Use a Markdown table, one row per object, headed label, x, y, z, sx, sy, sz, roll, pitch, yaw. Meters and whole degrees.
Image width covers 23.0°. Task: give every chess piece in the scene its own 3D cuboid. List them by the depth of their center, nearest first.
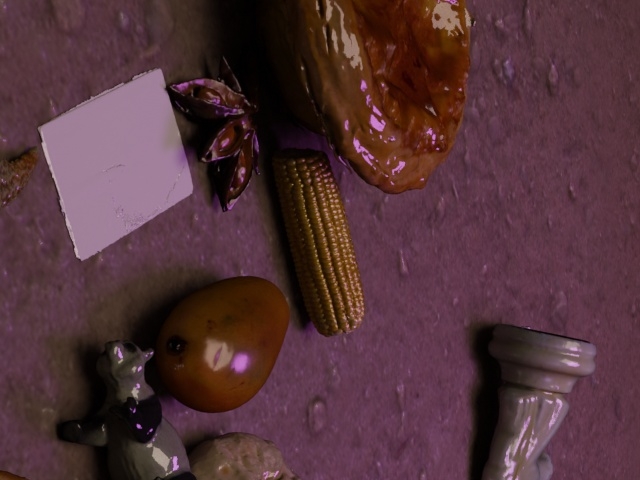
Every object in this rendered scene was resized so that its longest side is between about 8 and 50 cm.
| label | x | y | z | sx | sy | sz | roll | pitch | yaw |
| --- | --- | --- | --- | --- | --- | --- | --- | --- | --- |
| chess piece | 0.322 | 0.285 | 2.443 | 0.175 | 0.175 | 0.298 | 15 | 87 | -57 |

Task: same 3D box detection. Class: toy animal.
| label | x | y | z | sx | sy | sz | roll | pitch | yaw |
| --- | --- | --- | --- | --- | --- | --- | --- | --- | --- |
| toy animal | -0.192 | 0.212 | 1.638 | 0.225 | 0.094 | 0.121 | 70 | 24 | -9 |

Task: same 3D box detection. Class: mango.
| label | x | y | z | sx | sy | sz | roll | pitch | yaw |
| --- | --- | --- | --- | --- | --- | --- | --- | --- | --- |
| mango | -0.104 | 0.115 | 1.777 | 0.253 | 0.113 | 0.138 | -33 | 110 | -63 |

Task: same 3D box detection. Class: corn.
| label | x | y | z | sx | sy | sz | roll | pitch | yaw |
| --- | --- | --- | --- | --- | --- | --- | --- | --- | --- |
| corn | 0.000 | 0.000 | 1.987 | 0.081 | 0.081 | 0.248 | -35 | 116 | -55 |

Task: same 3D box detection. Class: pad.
| label | x | y | z | sx | sy | sz | roll | pitch | yaw |
| --- | --- | --- | --- | --- | --- | --- | --- | --- | --- |
| pad | -0.218 | -0.087 | 1.713 | 0.232 | 0.004 | 0.156 | -37 | 118 | -54 |

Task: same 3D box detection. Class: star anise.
| label | x | y | z | sx | sy | sz | roll | pitch | yaw |
| --- | --- | --- | --- | --- | --- | --- | --- | --- | --- |
| star anise | -0.116 | -0.140 | 1.838 | 0.157 | 0.053 | 0.212 | 3 | 86 | -60 |

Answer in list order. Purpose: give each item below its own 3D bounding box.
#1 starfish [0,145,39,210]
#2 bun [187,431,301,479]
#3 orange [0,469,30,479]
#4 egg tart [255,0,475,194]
| label | x | y | z | sx | sy | sz | roll | pitch | yaw |
| --- | --- | --- | --- | --- | --- | --- | --- | --- | --- |
| starfish | -0.365 | -0.049 | 1.410 | 0.347 | 0.078 | 0.358 | 26 | 64 | -52 |
| bun | -0.081 | 0.321 | 1.773 | 0.222 | 0.127 | 0.222 | 5 | 84 | -56 |
| orange | -0.318 | 0.323 | 1.275 | 0.310 | 0.274 | 0.274 | -20 | 106 | -22 |
| egg tart | 0.046 | -0.270 | 1.993 | 0.443 | 0.178 | 0.443 | 19 | 68 | -59 |
